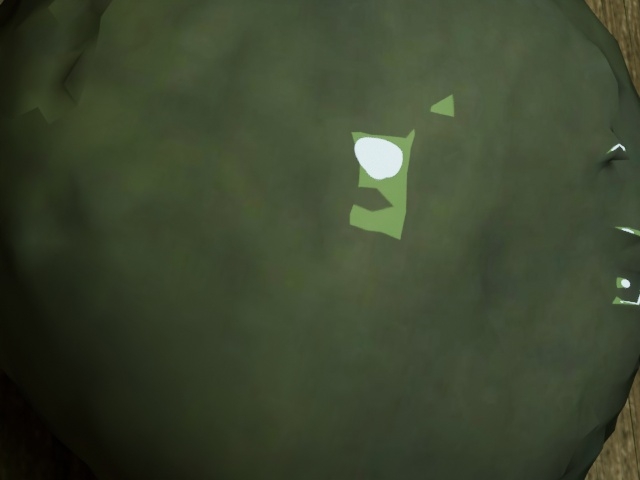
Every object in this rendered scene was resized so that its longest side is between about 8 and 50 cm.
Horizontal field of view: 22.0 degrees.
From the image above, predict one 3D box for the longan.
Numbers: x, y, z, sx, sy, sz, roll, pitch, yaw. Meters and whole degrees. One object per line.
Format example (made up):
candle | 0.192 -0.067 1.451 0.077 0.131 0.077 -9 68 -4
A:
longan | 0.004 -0.009 0.961 0.436 0.404 0.404 51 48 -4
